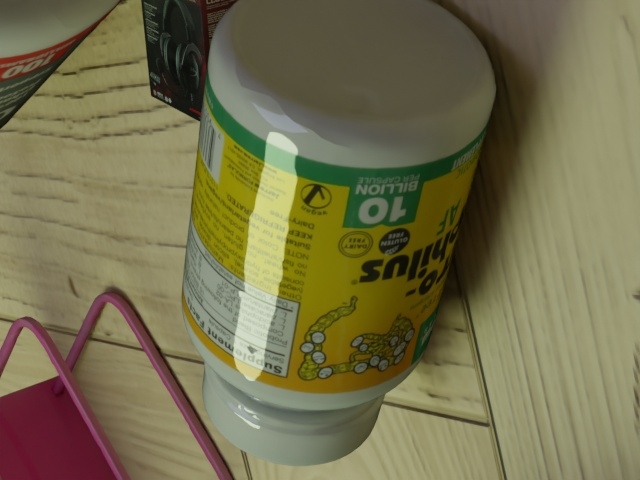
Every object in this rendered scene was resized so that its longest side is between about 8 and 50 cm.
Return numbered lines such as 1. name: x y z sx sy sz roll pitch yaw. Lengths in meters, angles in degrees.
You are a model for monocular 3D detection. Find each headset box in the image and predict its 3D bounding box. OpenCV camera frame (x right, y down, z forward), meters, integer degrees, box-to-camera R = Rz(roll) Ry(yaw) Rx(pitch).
1. headset box: -0.064 -0.109 0.780 0.062 0.032 0.083 30 133 46

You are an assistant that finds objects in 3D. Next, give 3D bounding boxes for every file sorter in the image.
1. file sorter: -0.226 0.178 0.952 0.202 0.290 0.182 57 143 20

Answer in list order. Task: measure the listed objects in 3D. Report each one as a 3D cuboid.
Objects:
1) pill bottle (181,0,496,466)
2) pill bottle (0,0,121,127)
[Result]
1. pill bottle: 0.000 0.000 0.664 0.117 0.117 0.208 45 141 34
2. pill bottle: -0.239 -0.153 0.849 0.363 0.210 0.210 -25 86 62
